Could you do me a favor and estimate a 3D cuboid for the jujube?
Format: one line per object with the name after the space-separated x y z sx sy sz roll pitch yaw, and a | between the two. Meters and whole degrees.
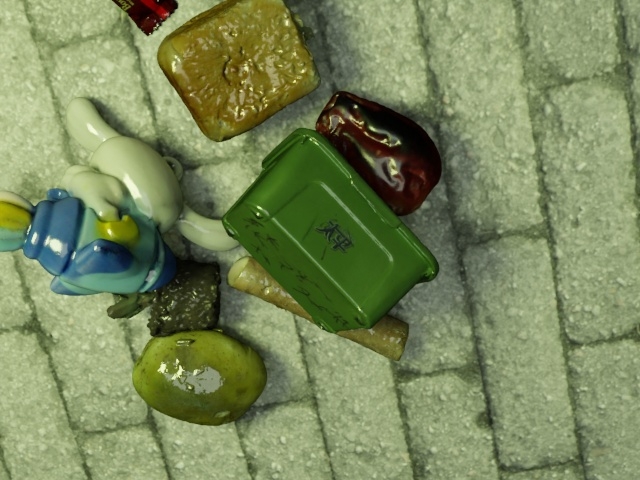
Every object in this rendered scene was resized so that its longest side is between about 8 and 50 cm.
0.093 -0.149 1.232 0.236 0.168 0.168 43 102 -6 | jujube

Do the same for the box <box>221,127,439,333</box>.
0.000 0.000 1.206 0.328 0.253 0.178 48 69 -7 | box

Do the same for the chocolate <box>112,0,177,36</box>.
-0.327 -0.425 1.204 0.086 0.028 0.182 -40 130 12 | chocolate

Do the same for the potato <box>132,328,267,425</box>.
-0.225 0.254 1.354 0.228 0.148 0.197 31 100 -12 | potato

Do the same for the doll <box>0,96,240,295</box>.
-0.351 -0.031 1.203 0.376 0.365 0.187 28 136 9 | doll

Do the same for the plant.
-0.282 0.098 1.326 0.203 0.142 0.131 -4 115 -6 | plant

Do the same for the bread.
-0.126 -0.292 1.192 0.246 0.176 0.195 -30 113 -5 | bread

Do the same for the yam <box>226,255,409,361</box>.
-0.001 0.121 1.346 0.357 0.081 0.081 24 105 -7 | yam
